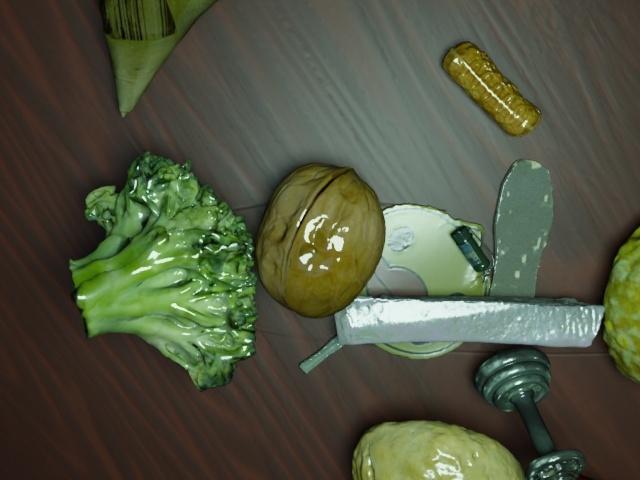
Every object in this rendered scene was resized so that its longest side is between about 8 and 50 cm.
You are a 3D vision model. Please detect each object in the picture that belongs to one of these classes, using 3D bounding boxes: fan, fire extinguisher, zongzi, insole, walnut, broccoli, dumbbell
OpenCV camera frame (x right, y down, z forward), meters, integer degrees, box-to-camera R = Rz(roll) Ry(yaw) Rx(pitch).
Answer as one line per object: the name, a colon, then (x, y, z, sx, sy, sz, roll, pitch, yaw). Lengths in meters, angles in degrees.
fan: (0.103, 0.088, 0.960, 0.335, 0.011, 0.230, -40, 97, 8)
fire extinguisher: (0.217, 0.017, 0.929, 0.038, 0.025, 0.083, -35, 98, 0)
zongzi: (-0.148, -0.312, 0.848, 0.273, 0.145, 0.300, -4, 117, -3)
insole: (0.280, 0.011, 0.940, 0.081, 0.011, 0.248, 7, 99, -3)
walnut: (0.000, 0.000, 0.873, 0.167, 0.167, 0.207, 20, 100, -2)
broccoli: (-0.210, 0.050, 0.839, 0.288, 0.245, 0.248, 57, 138, 23)
dumbbell: (0.287, 0.249, 0.880, 0.110, 0.255, 0.110, -7, 134, -7)

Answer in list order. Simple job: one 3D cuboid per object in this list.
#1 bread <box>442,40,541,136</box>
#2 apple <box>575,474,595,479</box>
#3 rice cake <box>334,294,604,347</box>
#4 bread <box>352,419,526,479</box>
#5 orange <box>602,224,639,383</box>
bread: (0.229, -0.201, 0.887, 0.157, 0.044, 0.052, 43, 96, -6)
apple: (0.364, 0.449, 0.915, 0.229, 0.230, 0.230, 0, 100, 1)
rice cake: (0.200, 0.109, 0.923, 0.364, 0.056, 0.073, -1, 93, 3)
bread: (0.156, 0.347, 0.914, 0.244, 0.134, 0.244, 8, 140, 7)
orange: (0.560, 0.082, 0.853, 0.368, 0.210, 0.271, -12, 102, 6)
